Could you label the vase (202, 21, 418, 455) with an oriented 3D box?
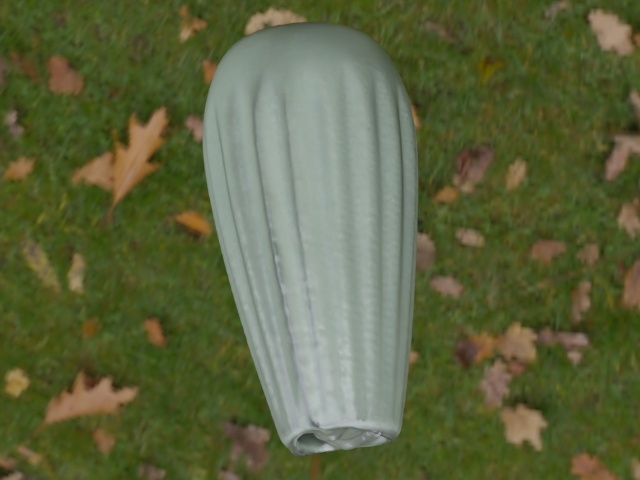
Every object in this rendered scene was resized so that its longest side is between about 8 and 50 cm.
[{"bbox_3d":[0.000,0.000,0.885,0.128,0.248,0.128,-5,158,-2],"label":"vase"}]
